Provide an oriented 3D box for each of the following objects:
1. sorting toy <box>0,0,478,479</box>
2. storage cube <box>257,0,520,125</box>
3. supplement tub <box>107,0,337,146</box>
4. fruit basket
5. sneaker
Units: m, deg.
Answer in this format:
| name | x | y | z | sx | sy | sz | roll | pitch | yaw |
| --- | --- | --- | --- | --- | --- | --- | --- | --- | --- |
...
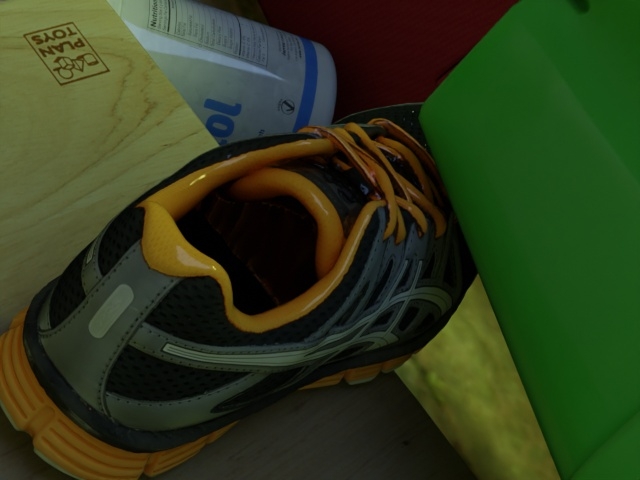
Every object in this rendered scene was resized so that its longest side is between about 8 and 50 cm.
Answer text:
| name | x | y | z | sx | sy | sz | roll | pitch | yaw |
| --- | --- | --- | --- | --- | --- | --- | --- | --- | --- |
| sorting toy | -0.111 | 0.066 | 0.488 | 0.257 | 0.089 | 0.255 | -24 | 70 | -44 |
| storage cube | 0.089 | -0.145 | 0.687 | 0.184 | 0.215 | 0.193 | -17 | 77 | -39 |
| supplement tub | -0.054 | -0.061 | 0.645 | 0.107 | 0.071 | 0.071 | 15 | 48 | -22 |
| fruit basket | 0.266 | 0.002 | 0.445 | 0.283 | 0.392 | 0.392 | 7 | 48 | -54 |
| sneaker | 0.000 | 0.000 | 0.491 | 0.084 | 0.083 | 0.215 | 46 | 42 | 10 |
